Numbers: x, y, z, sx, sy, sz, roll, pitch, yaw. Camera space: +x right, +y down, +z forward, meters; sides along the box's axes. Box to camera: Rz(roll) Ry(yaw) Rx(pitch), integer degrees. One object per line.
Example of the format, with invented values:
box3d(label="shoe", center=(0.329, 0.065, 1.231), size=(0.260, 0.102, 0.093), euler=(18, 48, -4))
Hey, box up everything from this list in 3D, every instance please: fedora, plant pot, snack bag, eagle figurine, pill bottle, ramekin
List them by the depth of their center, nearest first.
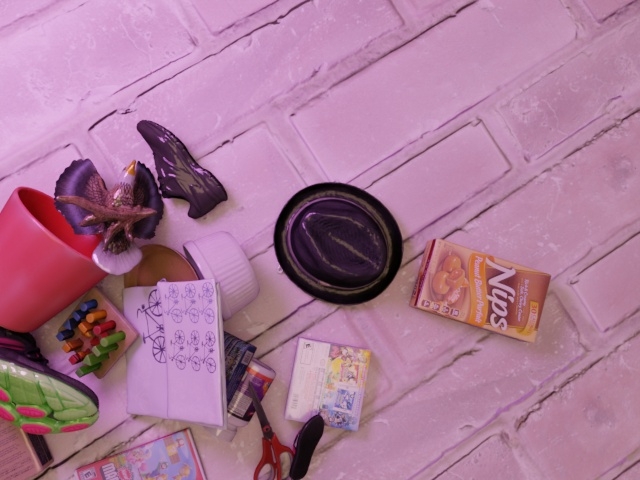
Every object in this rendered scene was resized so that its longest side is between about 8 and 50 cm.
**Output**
box3d(label="snack bag", center=(-0.343, 0.248, 1.331), size=(0.342, 0.037, 0.323), euler=(-4, 89, 36))
box3d(label="eagle figurine", center=(-0.460, -0.084, 1.331), size=(0.225, 0.298, 0.226), euler=(-40, 116, -11))
box3d(label="plant pot", center=(-0.646, 0.055, 1.336), size=(0.275, 0.275, 0.243), euler=(42, 92, -1))
box3d(label="ramekin", center=(-0.230, 0.077, 1.394), size=(0.109, 0.207, 0.207), euler=(-28, 88, -17))
box3d(label="plant pot", center=(-0.368, 0.119, 1.405), size=(0.236, 0.032, 0.236), euler=(7, 107, 25))
box3d(label="pill bottle", center=(-0.198, 0.377, 1.415), size=(0.108, 0.108, 0.193), euler=(31, 83, -2))
box3d(label="fedora", center=(0.050, 0.005, 1.433), size=(0.334, 0.152, 0.334), euler=(0, 88, -5))

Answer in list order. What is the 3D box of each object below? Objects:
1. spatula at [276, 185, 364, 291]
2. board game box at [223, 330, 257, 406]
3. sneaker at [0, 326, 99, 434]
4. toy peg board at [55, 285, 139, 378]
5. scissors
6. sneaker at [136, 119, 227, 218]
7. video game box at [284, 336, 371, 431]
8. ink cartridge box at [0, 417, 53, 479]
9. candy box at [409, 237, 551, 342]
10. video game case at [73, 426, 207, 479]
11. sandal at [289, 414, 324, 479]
box3d(label="spatula", center=(0.000, 0.000, 1.512), size=(0.168, 0.019, 0.242), euler=(25, 83, -4))
box3d(label="board game box", center=(-0.275, 0.299, 1.390), size=(0.194, 0.060, 0.194), euler=(17, 75, 34))
box3d(label="sneaker", center=(-0.691, 0.261, 1.313), size=(0.483, 0.202, 0.185), euler=(26, 124, 6))
box3d(label="toy peg board", center=(-0.537, 0.222, 1.367), size=(0.160, 0.079, 0.161), euler=(45, 107, 9))
box3d(label="scissors", center=(-0.117, 0.459, 1.410), size=(0.109, 0.021, 0.297), euler=(-8, 103, -22))
box3d(label="sneaker", center=(-0.362, -0.174, 1.451), size=(0.130, 0.109, 0.286), euler=(-43, 88, -1))
box3d(label="video game box", center=(0.018, 0.355, 1.469), size=(0.187, 0.048, 0.205), euler=(11, 85, -2))
box3d(label="ink cartridge box", center=(-0.773, 0.489, 1.357), size=(0.235, 0.088, 0.193), euler=(-25, 87, -7))
box3d(label="candy box", center=(0.406, 0.128, 1.507), size=(0.316, 0.087, 0.183), euler=(17, 84, -4))
box3d(label="video game case", center=(-0.420, 0.596, 1.416), size=(0.285, 0.025, 0.204), euler=(-19, 87, -7))
box3d(label="sandal", center=(-0.042, 0.497, 1.432), size=(0.067, 0.040, 0.179), euler=(8, 107, -36))
